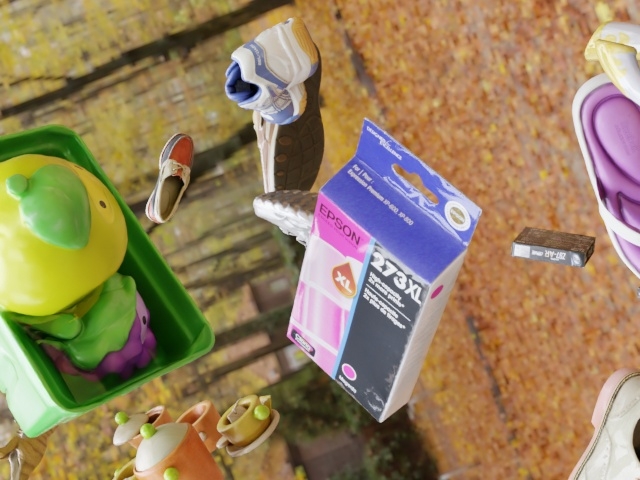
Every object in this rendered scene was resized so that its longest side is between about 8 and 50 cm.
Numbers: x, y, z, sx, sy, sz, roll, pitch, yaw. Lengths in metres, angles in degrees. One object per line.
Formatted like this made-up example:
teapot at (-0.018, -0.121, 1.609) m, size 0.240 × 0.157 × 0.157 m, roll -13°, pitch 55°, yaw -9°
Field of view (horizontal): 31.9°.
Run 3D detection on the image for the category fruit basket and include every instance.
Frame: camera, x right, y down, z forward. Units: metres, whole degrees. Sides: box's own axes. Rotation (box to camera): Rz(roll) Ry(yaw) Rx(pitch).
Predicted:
fruit basket at (-0.302, 0.011, 1.299) m, size 0.392 × 0.283 × 0.392 m, roll 16°, pitch 116°, yaw 37°

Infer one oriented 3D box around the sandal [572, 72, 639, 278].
sandal at (0.501, -0.058, 1.701) m, size 0.416 × 0.169 × 0.102 m, roll 55°, pitch -160°, yaw -16°

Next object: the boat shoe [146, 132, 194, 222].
boat shoe at (-0.212, -0.090, 1.612) m, size 0.043 × 0.049 × 0.137 m, roll 9°, pitch 77°, yaw 63°

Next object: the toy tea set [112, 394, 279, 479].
toy tea set at (-0.216, 0.271, 1.541) m, size 0.336 × 0.200 × 0.124 m, roll -18°, pitch 114°, yaw 51°

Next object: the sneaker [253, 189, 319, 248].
sneaker at (0.000, 0.000, 1.872) m, size 0.105 × 0.281 × 0.115 m, roll -24°, pitch -47°, yaw -54°

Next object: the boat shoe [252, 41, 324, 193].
boat shoe at (-0.068, -0.232, 2.170) m, size 0.120 × 0.122 × 0.324 m, roll 4°, pitch 89°, yaw 52°

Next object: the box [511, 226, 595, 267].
box at (0.265, 0.007, 1.272) m, size 0.067 × 0.083 × 0.018 m, roll -36°, pitch -49°, yaw -62°

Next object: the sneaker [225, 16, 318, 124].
sneaker at (-0.092, -0.252, 1.740) m, size 0.112 × 0.131 × 0.296 m, roll 64°, pitch 168°, yaw 12°

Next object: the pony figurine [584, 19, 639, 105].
pony figurine at (0.458, -0.229, 1.097) m, size 0.363 × 0.302 × 0.351 m, roll 41°, pitch 121°, yaw 31°

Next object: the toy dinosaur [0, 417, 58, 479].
toy dinosaur at (-0.419, 0.306, 1.575) m, size 0.064 × 0.112 × 0.211 m, roll -57°, pitch 15°, yaw 35°

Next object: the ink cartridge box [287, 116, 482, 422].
ink cartridge box at (0.063, 0.047, 1.314) m, size 0.175 × 0.069 × 0.371 m, roll 41°, pitch 142°, yaw 23°

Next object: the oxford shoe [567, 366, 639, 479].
oxford shoe at (0.522, 0.420, 1.929) m, size 0.146 × 0.140 × 0.397 m, roll -169°, pitch 91°, yaw -73°

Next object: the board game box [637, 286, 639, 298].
board game box at (0.679, 0.112, 2.063) m, size 0.186 × 0.126 × 0.026 m, roll -115°, pitch 16°, yaw -75°
